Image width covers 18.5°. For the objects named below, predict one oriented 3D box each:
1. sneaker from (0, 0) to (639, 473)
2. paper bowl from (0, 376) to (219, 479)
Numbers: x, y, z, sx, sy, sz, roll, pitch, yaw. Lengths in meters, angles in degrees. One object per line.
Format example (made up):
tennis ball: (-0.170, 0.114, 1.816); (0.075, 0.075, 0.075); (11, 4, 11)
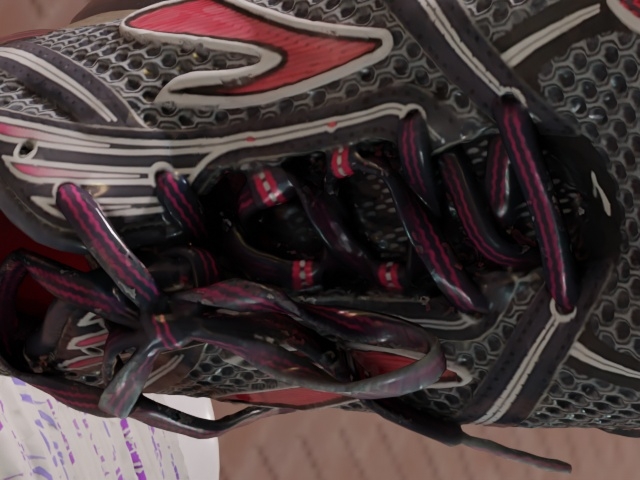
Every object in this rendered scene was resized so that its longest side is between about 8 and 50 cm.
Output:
sneaker: (0.000, 0.000, 0.428); (0.112, 0.299, 0.121); (-24, 105, -42)
paper bowl: (-0.160, 0.091, 0.950); (0.148, 0.284, 0.284); (-25, 116, -35)
